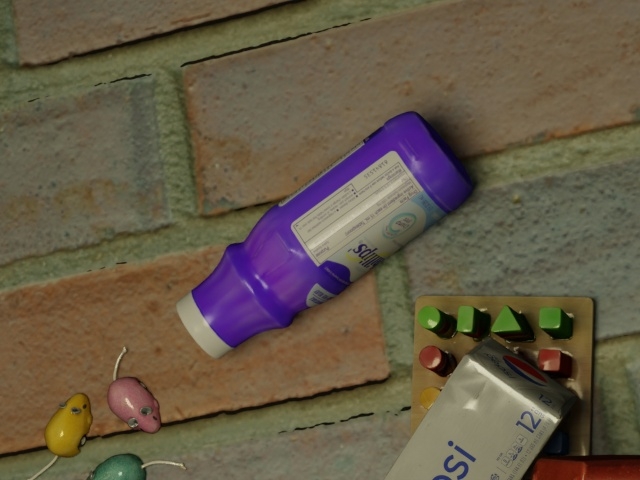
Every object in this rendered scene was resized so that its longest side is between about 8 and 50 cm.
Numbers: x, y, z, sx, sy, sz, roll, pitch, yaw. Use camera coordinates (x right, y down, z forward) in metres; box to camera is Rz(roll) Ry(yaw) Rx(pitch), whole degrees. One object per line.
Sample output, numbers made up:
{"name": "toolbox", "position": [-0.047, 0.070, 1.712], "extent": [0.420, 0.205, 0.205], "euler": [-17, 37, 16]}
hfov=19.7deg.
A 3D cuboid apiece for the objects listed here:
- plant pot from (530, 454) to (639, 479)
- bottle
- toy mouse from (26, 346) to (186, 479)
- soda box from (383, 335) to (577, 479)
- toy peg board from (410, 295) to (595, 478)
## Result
{"name": "plant pot", "position": [0.271, 0.280, 1.399], "extent": [0.236, 0.267, 0.267], "euler": [14, 83, -3]}
{"name": "bottle", "position": [0.000, 0.000, 1.655], "extent": [0.283, 0.118, 0.092], "euler": [-36, 72, 7]}
{"name": "toy mouse", "position": [-0.192, 0.185, 1.726], "extent": [0.143, 0.031, 0.161], "euler": [24, 87, 20]}
{"name": "soda box", "position": [0.097, 0.226, 1.554], "extent": [0.098, 0.091, 0.286], "euler": [34, 106, 11]}
{"name": "toy peg board", "position": [0.151, 0.124, 1.604], "extent": [0.161, 0.079, 0.160], "euler": [0, 79, 18]}
